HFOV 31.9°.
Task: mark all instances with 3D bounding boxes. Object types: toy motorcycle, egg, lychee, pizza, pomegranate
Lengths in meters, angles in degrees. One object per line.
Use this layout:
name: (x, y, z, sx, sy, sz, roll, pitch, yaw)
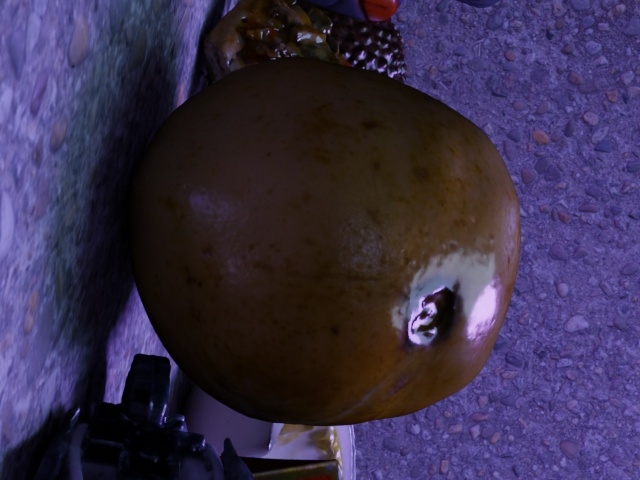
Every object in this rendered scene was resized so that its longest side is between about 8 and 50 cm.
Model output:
toy motorcycle: (-0.127, 0.203, 0.719, 0.327, 0.143, 0.188, -122, -134, -72)
egg: (-0.070, 0.221, 1.280, 0.271, 0.161, 0.206, 58, 35, -53)
lychee: (0.004, -0.180, 1.192, 0.188, 0.188, 0.188, 11, 90, -87)
pizza: (-0.011, -0.132, 1.004, 0.147, 0.226, 0.069, -24, 169, -43)
pomegranate: (0.003, 0.004, 0.816, 0.307, 0.307, 0.307, 11, 90, -87)

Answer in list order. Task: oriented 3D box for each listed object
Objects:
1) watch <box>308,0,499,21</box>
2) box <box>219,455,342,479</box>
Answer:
watch: (0.067, -0.321, 0.817, 0.241, 0.305, 0.275, 96, 13, -63)
box: (-0.067, 0.278, 0.899, 0.313, 0.089, 0.198, 157, -74, -65)
